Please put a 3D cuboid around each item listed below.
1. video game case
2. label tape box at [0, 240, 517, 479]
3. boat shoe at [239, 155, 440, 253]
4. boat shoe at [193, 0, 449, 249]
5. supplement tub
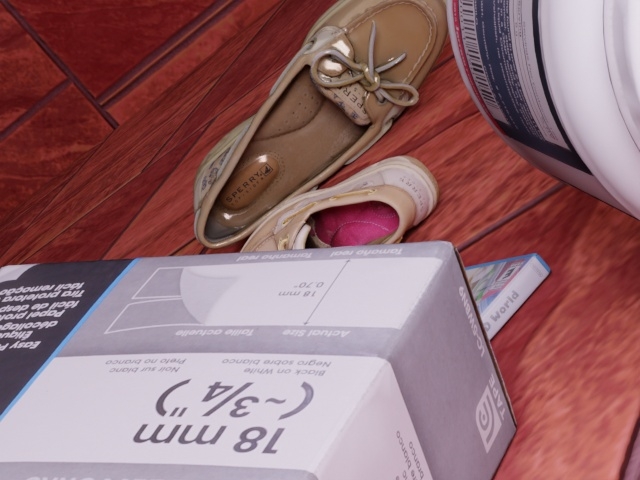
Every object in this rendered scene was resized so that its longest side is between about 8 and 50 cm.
[{"bbox_3d":[0.037,0.073,0.975,0.166,0.015,0.119,-46,13,-22],"label":"video game case"},{"bbox_3d":[-0.093,0.134,0.729,0.240,0.106,0.334,-4,31,28],"label":"label tape box"},{"bbox_3d":[0.000,0.000,1.241,0.170,0.063,0.059,-33,9,34],"label":"boat shoe"},{"bbox_3d":[0.002,-0.099,1.540,0.285,0.104,0.089,-48,13,21],"label":"boat shoe"},{"bbox_3d":[0.163,-0.094,0.737,0.191,0.191,0.272,-41,12,1],"label":"supplement tub"}]
